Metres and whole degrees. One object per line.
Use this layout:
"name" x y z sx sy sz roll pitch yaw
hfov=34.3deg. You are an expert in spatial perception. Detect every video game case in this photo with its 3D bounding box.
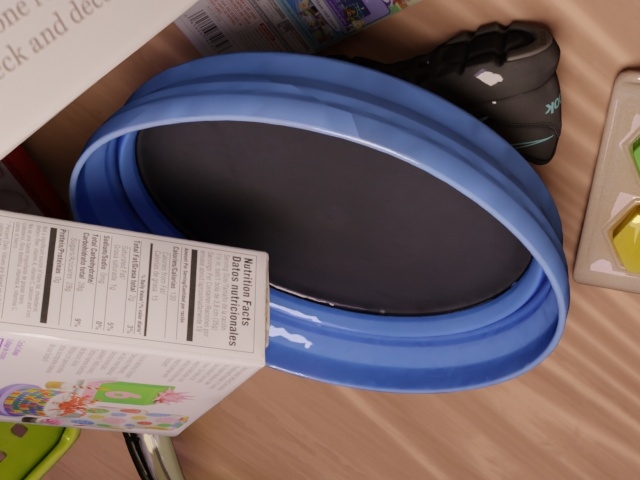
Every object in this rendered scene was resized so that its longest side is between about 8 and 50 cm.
"video game case" -0.048 -0.224 0.758 0.193 0.023 0.212 -22 128 27

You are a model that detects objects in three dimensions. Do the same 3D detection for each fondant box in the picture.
"fondant box" -0.233 0.068 0.797 0.330 0.096 0.238 11 154 -20

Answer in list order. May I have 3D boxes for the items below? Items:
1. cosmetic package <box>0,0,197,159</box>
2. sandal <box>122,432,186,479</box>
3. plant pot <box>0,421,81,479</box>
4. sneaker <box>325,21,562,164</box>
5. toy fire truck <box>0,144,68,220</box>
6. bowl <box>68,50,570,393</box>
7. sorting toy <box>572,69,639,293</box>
"cosmetic package" -0.277 -0.251 0.535 0.327 0.329 0.393 1 128 44
"sandal" -0.171 0.135 1.041 0.086 0.120 0.302 -23 115 -18
"plant pot" -0.380 0.155 1.018 0.207 0.228 0.227 32 138 14
"sneaker" 0.055 -0.089 0.804 0.267 0.101 0.106 -5 125 21
"toy fire truck" -0.380 -0.071 0.885 0.254 0.169 0.302 -9 148 5
"bowl" 0.000 0.000 0.819 0.391 0.077 0.391 13 150 8
"sorting toy" 0.309 -0.026 0.808 0.193 0.038 0.208 10 127 10
